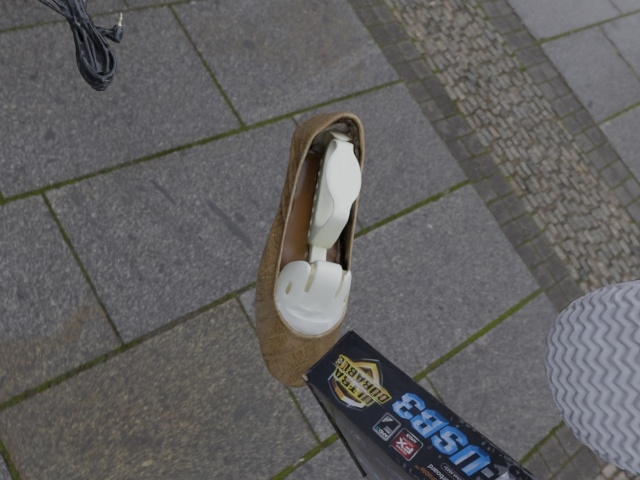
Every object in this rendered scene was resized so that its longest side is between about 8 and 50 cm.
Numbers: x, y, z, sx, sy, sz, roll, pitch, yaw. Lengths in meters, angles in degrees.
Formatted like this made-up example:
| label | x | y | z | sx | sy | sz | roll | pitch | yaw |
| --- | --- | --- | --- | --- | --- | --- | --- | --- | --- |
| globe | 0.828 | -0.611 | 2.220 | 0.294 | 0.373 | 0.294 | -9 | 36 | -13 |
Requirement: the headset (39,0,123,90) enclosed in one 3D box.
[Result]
| label | x | y | z | sx | sy | sz | roll | pitch | yaw |
| --- | --- | --- | --- | --- | --- | --- | --- | --- | --- |
| headset | -0.241 | -0.194 | 0.418 | 0.244 | 0.394 | 0.185 | -18 | 104 | 2 |

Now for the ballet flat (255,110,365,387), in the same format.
| label | x | y | z | sx | sy | sz | roll | pitch | yaw |
| --- | --- | --- | --- | --- | --- | --- | --- | --- | --- |
| ballet flat | 0.000 | 0.000 | 0.711 | 0.116 | 0.124 | 0.342 | 15 | 76 | -17 |

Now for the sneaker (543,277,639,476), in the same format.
| label | x | y | z | sx | sy | sz | roll | pitch | yaw |
| --- | --- | --- | --- | --- | --- | --- | --- | --- | --- |
| sneaker | 0.321 | 0.048 | 0.292 | 0.210 | 0.366 | 0.137 | -13 | 93 | -42 |

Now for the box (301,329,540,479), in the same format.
| label | x | y | z | sx | sy | sz | roll | pitch | yaw |
| --- | --- | --- | --- | --- | --- | --- | --- | --- | --- |
| box | 0.136 | 0.253 | 0.572 | 0.073 | 0.293 | 0.296 | -42 | 54 | -17 |
